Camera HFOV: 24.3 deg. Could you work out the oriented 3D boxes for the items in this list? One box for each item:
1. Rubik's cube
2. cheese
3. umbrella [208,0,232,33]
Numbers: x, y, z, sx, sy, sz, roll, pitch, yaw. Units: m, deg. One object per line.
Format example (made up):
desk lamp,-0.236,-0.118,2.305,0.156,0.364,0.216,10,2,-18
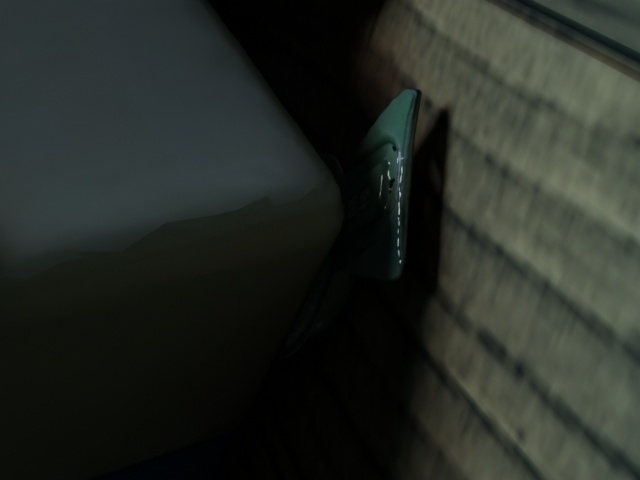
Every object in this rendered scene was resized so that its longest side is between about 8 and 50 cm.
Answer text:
Rubik's cube,-0.256,0.010,0.501,0.347,0.344,0.346,55,142,29
cheese,0.000,0.000,0.465,0.121,0.026,0.067,143,136,-61
umbrella,-0.133,-0.144,0.792,0.358,0.106,0.113,-138,35,-63
